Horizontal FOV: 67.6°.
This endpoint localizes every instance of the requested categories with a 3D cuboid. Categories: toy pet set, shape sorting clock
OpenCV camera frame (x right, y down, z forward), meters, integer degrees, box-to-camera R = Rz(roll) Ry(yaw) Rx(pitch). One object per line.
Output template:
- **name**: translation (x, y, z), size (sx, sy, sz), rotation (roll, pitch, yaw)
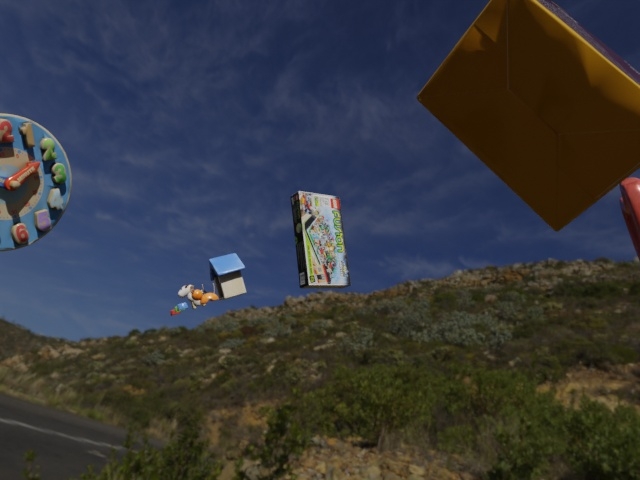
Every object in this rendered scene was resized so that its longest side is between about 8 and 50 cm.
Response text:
- **toy pet set**: translation (-0.168, 0.061, 0.704), size (0.114, 0.065, 0.122), rotation (-15, -6, -26)
- **shape sorting clock**: translation (-0.466, -0.084, 0.713), size (0.040, 0.206, 0.206), rotation (9, -28, 28)

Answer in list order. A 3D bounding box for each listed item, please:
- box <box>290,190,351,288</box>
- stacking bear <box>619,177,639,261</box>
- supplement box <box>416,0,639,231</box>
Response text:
- **box**: translation (0.000, 0.000, 1.041), size (0.114, 0.206, 0.036), rotation (3, -18, -35)
- **stacking bear**: translation (0.563, -0.034, 0.599), size (0.289, 0.164, 0.175), rotation (-18, -18, 28)
- **supplement box**: translation (0.243, -0.141, 0.495), size (0.191, 0.194, 0.129), rotation (48, -52, 12)
